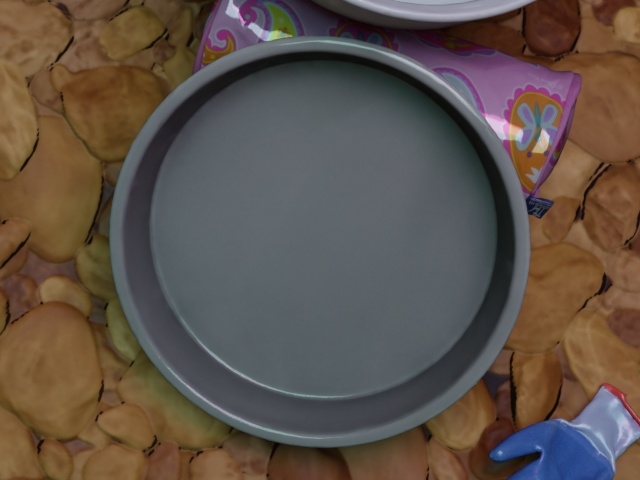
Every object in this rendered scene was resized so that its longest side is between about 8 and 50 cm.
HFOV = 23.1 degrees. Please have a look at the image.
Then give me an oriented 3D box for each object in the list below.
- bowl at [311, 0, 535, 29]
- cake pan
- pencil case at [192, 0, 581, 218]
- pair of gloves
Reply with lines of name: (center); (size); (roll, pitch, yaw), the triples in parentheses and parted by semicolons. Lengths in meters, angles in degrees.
bowl: (0.054, -0.263, 1.091); (0.298, 0.134, 0.297); (3, 72, -9)
cake pan: (0.000, 0.000, 1.101); (0.293, 0.054, 0.293); (1, 103, 6)
pencil case: (0.050, -0.115, 1.163); (0.284, 0.124, 0.124); (22, 75, -2)
pair of gloves: (0.214, 0.207, 1.133); (0.159, 0.023, 0.198); (-36, 81, -27)
